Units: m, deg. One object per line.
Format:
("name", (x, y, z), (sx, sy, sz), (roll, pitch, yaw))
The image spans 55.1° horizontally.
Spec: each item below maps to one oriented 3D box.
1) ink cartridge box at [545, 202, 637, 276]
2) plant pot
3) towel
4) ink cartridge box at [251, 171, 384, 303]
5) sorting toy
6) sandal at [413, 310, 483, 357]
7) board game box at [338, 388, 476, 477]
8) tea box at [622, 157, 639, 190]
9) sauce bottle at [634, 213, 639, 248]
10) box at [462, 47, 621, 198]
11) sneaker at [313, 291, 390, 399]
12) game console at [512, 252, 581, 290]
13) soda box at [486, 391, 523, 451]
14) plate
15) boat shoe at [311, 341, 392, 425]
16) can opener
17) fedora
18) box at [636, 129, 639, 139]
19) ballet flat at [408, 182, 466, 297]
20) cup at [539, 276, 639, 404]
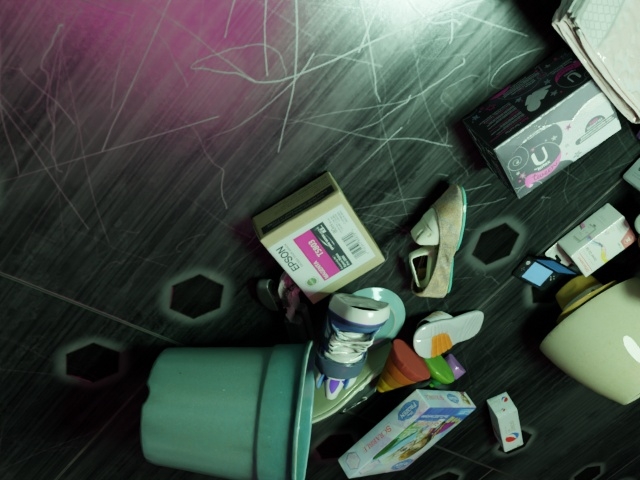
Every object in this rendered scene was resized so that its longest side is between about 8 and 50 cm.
("ink cartridge box", (0.687, 0.014, 1.564), (0.198, 0.067, 0.115), (-41, 129, 13))
("plant pot", (-0.193, 0.375, 1.350), (0.334, 0.341, 0.341), (4, 127, 4))
("towel", (0.579, -0.434, 1.111), (0.317, 0.053, 0.331), (31, 84, -34))
("ink cartridge box", (0.000, 0.000, 1.306), (0.193, 0.088, 0.234), (-33, 130, 5))
("sorting toy", (0.254, 0.352, 1.603), (0.126, 0.127, 0.365), (-47, 147, 17))
("sandal", (0.318, 0.231, 1.600), (0.265, 0.076, 0.102), (-9, 114, -39))
("board game box", (0.255, 0.553, 1.762), (0.318, 0.066, 0.319), (-47, 145, 18))
("tea box", (0.953, -0.087, 1.410), (0.323, 0.329, 0.220), (24, 114, -31))
("sauce bottle", (0.874, 0.012, 1.555), (0.111, 0.111, 0.344), (-44, 142, 16))
("box", (0.449, -0.234, 1.248), (0.247, 0.142, 0.163), (-35, 128, 9))
("sneaker", (0.060, 0.239, 1.328), (0.130, 0.323, 0.236), (10, 88, -5))
("game console", (0.578, 0.086, 1.570), (0.122, 0.071, 0.107), (26, 114, -23))
("soda box", (0.587, 0.579, 1.950), (0.069, 0.074, 0.216), (-24, 129, -1))
("plate", (0.123, 0.202, 1.520), (0.188, 0.024, 0.188), (-6, 118, -11))
("boat shoe", (0.058, 0.390, 1.589), (0.340, 0.127, 0.113), (-37, 134, -11))
("can opener", (-0.069, 0.179, 1.440), (0.093, 0.074, 0.280), (2, 132, 23))
("fedora", (0.697, 0.147, 1.646), (0.194, 0.079, 0.194), (-24, 149, -16))
("box", (0.765, -0.292, 1.262), (0.201, 0.057, 0.293), (-45, 165, 15))
("ballet flat", (0.258, 0.014, 1.398), (0.106, 0.107, 0.316), (-5, 126, -7))
("cup", (0.798, 0.291, 1.635), (0.331, 0.237, 0.331), (-24, 149, -15))
